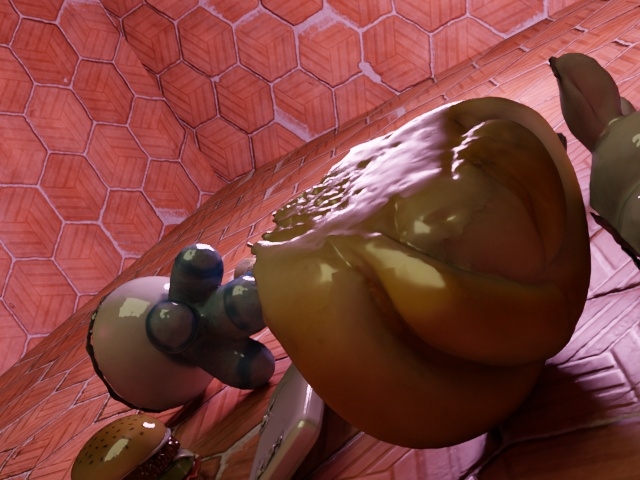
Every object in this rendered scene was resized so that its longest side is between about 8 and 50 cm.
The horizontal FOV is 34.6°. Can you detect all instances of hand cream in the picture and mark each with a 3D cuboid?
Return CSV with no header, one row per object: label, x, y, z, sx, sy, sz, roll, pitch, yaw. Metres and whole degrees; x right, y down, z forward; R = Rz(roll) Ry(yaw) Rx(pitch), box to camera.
hand cream,-0.084,0.070,2.017,0.084,0.084,0.203,-41,21,-33

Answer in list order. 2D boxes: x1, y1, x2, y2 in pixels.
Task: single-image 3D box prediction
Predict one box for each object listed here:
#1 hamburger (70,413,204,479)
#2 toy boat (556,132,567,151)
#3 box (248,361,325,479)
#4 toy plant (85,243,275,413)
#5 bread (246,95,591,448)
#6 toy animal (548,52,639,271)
hamburger,-0.244,0.302,1.342,0.175,0.137,0.175,-28,12,6
toy boat,0.244,-0.059,1.550,0.319,0.092,0.141,-38,43,-1
box,-0.035,0.211,1.261,0.142,0.044,0.285,-59,5,19
toy plant,-0.187,0.131,1.607,0.332,0.247,0.247,-26,14,47
bread,0.113,0.001,1.046,0.424,0.329,0.245,-54,-8,-52
toy animal,0.341,-0.056,1.022,0.154,0.208,0.325,-47,51,12
